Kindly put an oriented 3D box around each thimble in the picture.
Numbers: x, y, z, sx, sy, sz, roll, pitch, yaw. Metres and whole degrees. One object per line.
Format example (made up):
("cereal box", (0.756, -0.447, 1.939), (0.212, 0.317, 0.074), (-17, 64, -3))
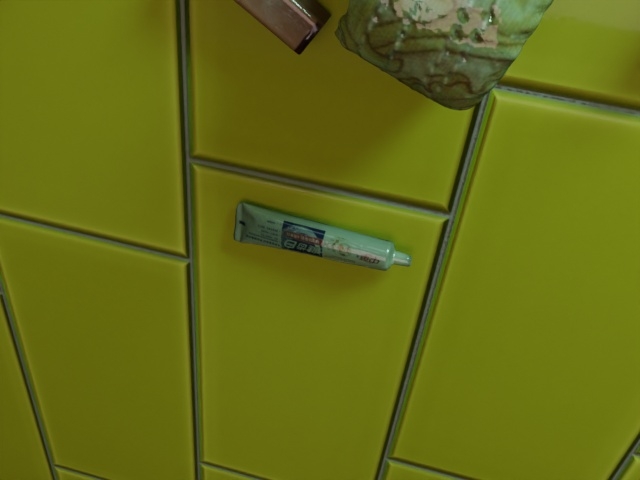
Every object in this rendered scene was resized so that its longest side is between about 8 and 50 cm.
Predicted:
("thimble", (0.115, -0.219, 0.541), (0.144, 0.137, 0.190), (29, 116, -3))

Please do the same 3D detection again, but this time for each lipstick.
("lipstick", (-0.060, -0.250, 0.625), (0.145, 0.045, 0.045), (38, 129, -13))

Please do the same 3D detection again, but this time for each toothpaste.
("toothpaste", (0.000, 0.000, 0.801), (0.234, 0.038, 0.060), (13, 125, 11))
